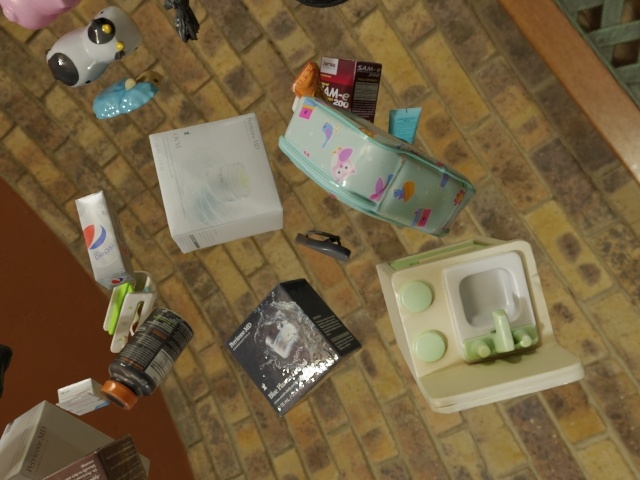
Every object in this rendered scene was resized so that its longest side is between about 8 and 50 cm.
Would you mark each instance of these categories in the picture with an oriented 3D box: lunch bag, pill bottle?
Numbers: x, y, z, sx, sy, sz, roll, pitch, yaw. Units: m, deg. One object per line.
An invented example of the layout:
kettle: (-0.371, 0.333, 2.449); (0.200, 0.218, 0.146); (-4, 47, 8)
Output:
lunch bag: (0.086, -0.110, 0.751); (0.279, 0.108, 0.224); (14, -159, -44)
pill bottle: (-0.442, 0.301, 1.268); (0.130, 0.130, 0.246); (50, -130, -21)

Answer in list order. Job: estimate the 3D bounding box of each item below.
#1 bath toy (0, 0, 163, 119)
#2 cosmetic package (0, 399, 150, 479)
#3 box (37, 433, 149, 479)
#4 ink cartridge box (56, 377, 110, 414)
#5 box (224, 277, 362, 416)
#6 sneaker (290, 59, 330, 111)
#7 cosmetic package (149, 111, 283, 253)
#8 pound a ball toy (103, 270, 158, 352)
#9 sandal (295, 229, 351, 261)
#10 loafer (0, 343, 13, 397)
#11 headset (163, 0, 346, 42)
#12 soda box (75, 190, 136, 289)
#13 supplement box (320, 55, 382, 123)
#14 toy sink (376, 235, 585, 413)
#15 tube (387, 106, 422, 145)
bath toy: (-0.384, -0.341, 0.718); (0.348, 0.151, 0.129); (51, 178, -31)
cosmetic package: (-0.650, 0.623, 1.310); (0.385, 0.156, 0.217); (52, -168, -35)
box: (-0.457, 0.541, 1.018); (0.203, 0.168, 0.167); (63, 177, 10)
ink cartridge box: (-0.757, 0.494, 1.588); (0.180, 0.104, 0.060); (93, 156, -61)
box: (-0.047, 0.173, 0.830); (0.158, 0.156, 0.093); (48, -161, 17)
sneaker: (-0.010, -0.251, 0.853); (0.067, 0.064, 0.175); (36, 176, 4)
cosmetic package: (-0.211, -0.119, 1.043); (0.138, 0.224, 0.224); (109, 146, -73)
pound a ball toy: (-0.649, 0.293, 1.745); (0.136, 0.319, 0.208); (2, -147, -39)
sandal: (-0.001, 0.000, 1.215); (0.097, 0.054, 0.254); (24, 178, -23)
loafer: (-0.961, 0.402, 1.442); (0.078, 0.076, 0.223); (43, -152, -45)
headset: (-0.040, -0.421, 0.712); (0.243, 0.394, 0.185); (51, 159, 17)
soda box: (-0.657, -0.003, 1.527); (0.098, 0.091, 0.286); (87, 160, -69)
supplement box: (0.051, -0.265, 1.078); (0.073, 0.239, 0.130); (-7, -155, -33)
toy sink: (0.160, 0.074, 0.569); (0.234, 0.153, 0.131); (-75, -30, -85)
tube: (0.183, -0.209, 1.164); (0.052, 0.080, 0.207); (-126, 31, -45)
